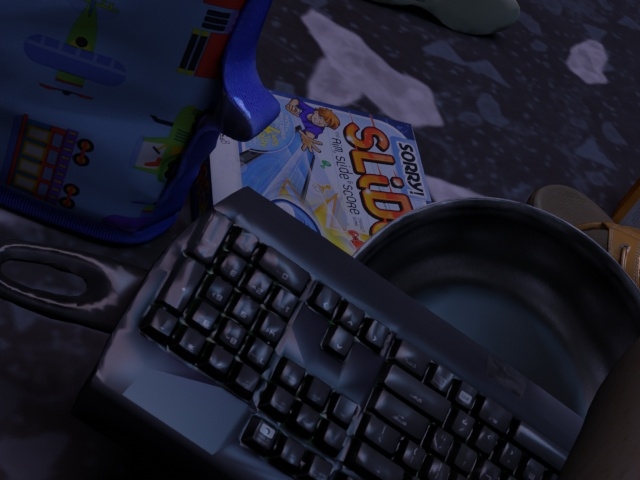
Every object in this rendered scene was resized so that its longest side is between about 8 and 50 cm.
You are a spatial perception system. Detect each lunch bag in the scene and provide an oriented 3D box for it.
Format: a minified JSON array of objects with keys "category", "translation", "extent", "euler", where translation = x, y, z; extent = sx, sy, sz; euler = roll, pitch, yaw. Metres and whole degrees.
[{"category":"lunch bag","translation":[-0.148,-0.129,0.512],"extent":[0.293,0.221,0.138],"euler":[32,39,2]}]

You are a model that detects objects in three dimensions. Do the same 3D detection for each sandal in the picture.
[{"category":"sandal","translation":[0.196,0.028,0.692],"extent":[0.072,0.049,0.180],"euler":[-8,53,-37]}]

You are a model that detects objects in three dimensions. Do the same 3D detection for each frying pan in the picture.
[{"category":"frying pan","translation":[0.023,0.084,0.500],"extent":[0.326,0.053,0.197],"euler":[-7,77,-23]}]

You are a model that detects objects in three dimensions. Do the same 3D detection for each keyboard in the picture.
[{"category":"keyboard","translation":[0.045,0.131,0.449],"extent":[0.317,0.033,0.201],"euler":[34,60,-12]}]

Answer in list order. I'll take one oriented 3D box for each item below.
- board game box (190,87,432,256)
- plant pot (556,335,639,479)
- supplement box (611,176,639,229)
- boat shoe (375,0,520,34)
[{"category":"board game box","translation":[0.000,0.000,0.613],"extent":[0.136,0.035,0.201],"euler":[11,44,-21]},{"category":"plant pot","translation":[0.154,0.170,0.298],"extent":[0.334,0.333,0.305],"euler":[31,39,1]},{"category":"supplement box","translation":[0.256,-0.013,0.761],"extent":[0.098,0.062,0.036],"euler":[36,38,6]},{"category":"boat shoe","translation":[0.088,-0.195,0.865],"extent":[0.137,0.049,0.043],"euler":[12,41,-14]}]
